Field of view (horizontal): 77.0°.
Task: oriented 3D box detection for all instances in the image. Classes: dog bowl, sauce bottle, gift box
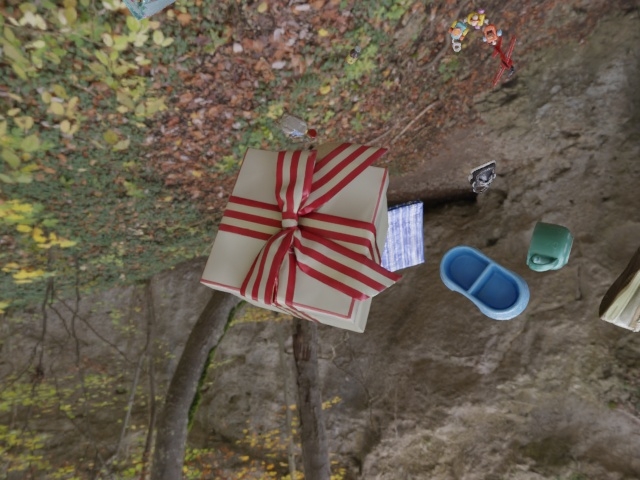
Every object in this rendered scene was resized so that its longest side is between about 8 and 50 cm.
[{"bbox_3d":[0.514,0.125,1.291,0.297,0.165,0.074,39,-173,30],"label":"dog bowl"},{"bbox_3d":[0.141,-0.784,1.699,0.042,0.042,0.128,3,-175,-9],"label":"sauce bottle"},{"bbox_3d":[0.000,0.000,0.647,0.277,0.254,0.258,6,163,15],"label":"gift box"}]

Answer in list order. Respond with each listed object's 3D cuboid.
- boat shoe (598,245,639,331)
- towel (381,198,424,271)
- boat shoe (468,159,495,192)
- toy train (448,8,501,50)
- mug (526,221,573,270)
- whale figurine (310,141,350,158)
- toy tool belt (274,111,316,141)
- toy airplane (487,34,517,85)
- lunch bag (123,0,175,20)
[{"bbox_3d":[0.387,0.044,0.468,0.048,0.152,0.056,26,-144,21],"label":"boat shoe"},{"bbox_3d":[0.148,0.025,1.180,0.336,0.243,0.040,-17,-143,-6],"label":"towel"},{"bbox_3d":[0.303,-0.116,0.750,0.046,0.038,0.125,-19,171,7],"label":"boat shoe"},{"bbox_3d":[0.512,-0.698,1.356,0.166,0.125,0.046,0,-139,41],"label":"toy train"},{"bbox_3d":[0.651,0.030,1.143,0.098,0.157,0.129,14,167,31],"label":"mug"},{"bbox_3d":[0.039,-0.114,1.005,0.217,0.271,0.141,-1,152,2],"label":"whale figurine"},{"bbox_3d":[-0.054,-0.241,0.863,0.083,0.052,0.051,18,178,-28],"label":"toy tool belt"},{"bbox_3d":[0.530,-0.536,1.174,0.028,0.151,0.151,-8,-178,-9],"label":"toy airplane"},{"bbox_3d":[-0.377,-0.647,0.837,0.223,0.262,0.160,-43,-157,-14],"label":"lunch bag"}]
